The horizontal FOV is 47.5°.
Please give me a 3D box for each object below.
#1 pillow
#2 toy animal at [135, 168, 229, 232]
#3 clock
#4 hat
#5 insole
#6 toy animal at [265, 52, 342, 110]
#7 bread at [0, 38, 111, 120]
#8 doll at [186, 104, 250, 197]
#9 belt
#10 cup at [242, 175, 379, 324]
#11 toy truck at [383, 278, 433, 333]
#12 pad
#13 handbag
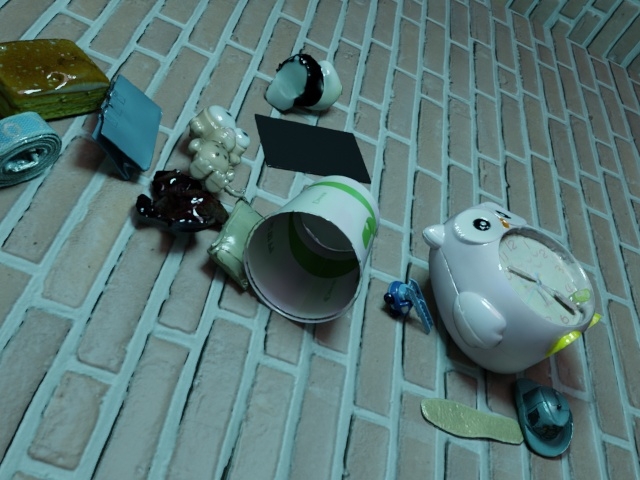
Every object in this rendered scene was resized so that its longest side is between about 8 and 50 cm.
[{"bbox_3d":[-0.163,0.003,1.534,0.119,0.053,0.208,50,36,-21],"label":"pillow"},{"bbox_3d":[-0.285,-0.067,1.531,0.179,0.116,0.218,38,11,-42],"label":"toy animal"},{"bbox_3d":[0.403,0.104,1.649,0.368,0.250,0.377,-22,70,-42],"label":"clock"},{"bbox_3d":[0.491,0.366,1.574,0.138,0.078,0.191,23,42,-16],"label":"hat"},{"bbox_3d":[0.318,0.376,1.508,0.248,0.011,0.081,16,43,-18],"label":"insole"},{"bbox_3d":[-0.036,-0.423,1.979,0.179,0.166,0.138,-1,78,-46],"label":"toy animal"},{"bbox_3d":[-0.605,-0.353,1.581,0.184,0.110,0.234,46,44,17],"label":"bread"},{"bbox_3d":[-0.231,-0.197,1.628,0.154,0.119,0.278,39,24,-30],"label":"doll"},{"bbox_3d":[-0.582,-0.170,1.396,0.163,0.147,0.082,-39,77,-18],"label":"belt"},{"bbox_3d":[0.000,0.000,1.527,0.253,0.253,0.274,33,32,1],"label":"cup"},{"bbox_3d":[0.197,0.150,1.625,0.136,0.074,0.063,64,35,-26],"label":"toy truck"},{"bbox_3d":[-0.019,-0.240,1.910,0.300,0.005,0.202,6,47,-26],"label":"pad"},{"bbox_3d":[-0.420,-0.251,1.583,0.144,0.057,0.221,51,28,-38],"label":"handbag"}]
